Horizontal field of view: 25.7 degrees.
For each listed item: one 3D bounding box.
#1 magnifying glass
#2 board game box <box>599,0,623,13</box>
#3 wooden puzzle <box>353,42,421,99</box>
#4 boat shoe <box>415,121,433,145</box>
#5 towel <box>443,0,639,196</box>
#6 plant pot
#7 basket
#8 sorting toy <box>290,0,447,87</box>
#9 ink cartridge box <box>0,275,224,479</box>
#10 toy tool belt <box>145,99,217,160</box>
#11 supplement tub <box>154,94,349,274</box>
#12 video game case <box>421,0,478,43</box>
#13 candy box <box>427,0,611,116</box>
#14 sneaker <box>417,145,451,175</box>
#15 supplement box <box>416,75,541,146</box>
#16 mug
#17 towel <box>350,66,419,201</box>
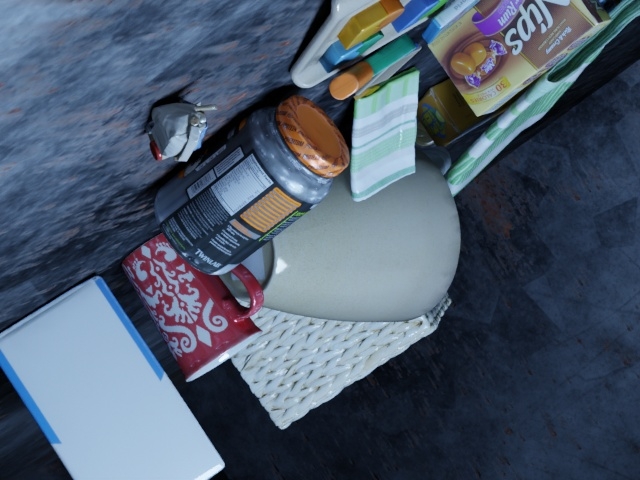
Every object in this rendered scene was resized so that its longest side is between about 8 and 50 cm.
[{"bbox_3d":[0.045,-0.170,1.418,0.092,0.026,0.231,-30,-176,17],"label":"magnifying glass"},{"bbox_3d":[0.357,-0.328,1.821,0.318,0.066,0.319,-34,174,8],"label":"board game box"},{"bbox_3d":[0.076,-0.198,1.618,0.116,0.014,0.078,-38,177,39],"label":"wooden puzzle"},{"bbox_3d":[0.213,-0.196,2.205,0.152,0.056,0.049,-25,180,3],"label":"boat shoe"},{"bbox_3d":[0.288,-0.187,1.836,0.248,0.038,0.325,-41,177,-32],"label":"towel"},{"bbox_3d":[0.000,0.000,1.846,0.274,0.256,0.256,-8,157,-45],"label":"plant pot"},{"bbox_3d":[0.014,0.091,2.295,0.331,0.266,0.328,-35,179,12],"label":"basket"},{"bbox_3d":[0.073,-0.219,1.301,0.193,0.038,0.208,-32,174,-17],"label":"sorting toy"},{"bbox_3d":[-0.273,0.230,1.850,0.166,0.285,0.395,-33,175,-11],"label":"ink cartridge box"},{"bbox_3d":[-0.117,-0.095,1.213,0.051,0.052,0.083,-23,172,-19],"label":"toy tool belt"},{"bbox_3d":[-0.069,-0.059,1.444,0.190,0.117,0.117,-36,174,24],"label":"supplement tub"},{"bbox_3d":[0.176,-0.266,1.439,0.166,0.015,0.119,-40,-179,0],"label":"video game case"},{"bbox_3d":[0.228,-0.241,1.623,0.187,0.109,0.053,-37,173,34],"label":"candy box"},{"bbox_3d":[0.084,-0.073,2.042,0.262,0.099,0.121,-14,-172,43],"label":"sneaker"},{"bbox_3d":[0.248,-0.223,2.036,0.233,0.078,0.080,-30,176,-28],"label":"supplement box"},{"bbox_3d":[-0.150,0.066,1.750,0.150,0.169,0.113,-35,174,6],"label":"mug"},{"bbox_3d":[0.082,-0.130,1.746,0.113,0.023,0.152,-32,138,-35],"label":"towel"}]
